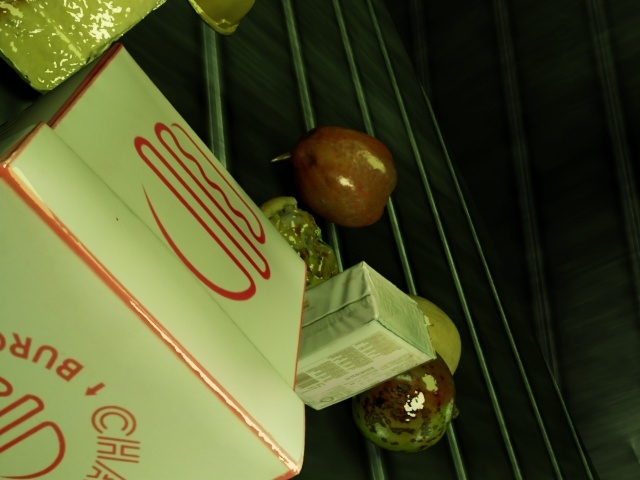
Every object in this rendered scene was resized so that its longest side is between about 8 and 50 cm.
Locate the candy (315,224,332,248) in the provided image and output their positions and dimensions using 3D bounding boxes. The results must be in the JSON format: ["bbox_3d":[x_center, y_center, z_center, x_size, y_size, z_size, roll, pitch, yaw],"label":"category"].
[{"bbox_3d":[0.000,0.000,1.669,0.035,0.035,0.123,58,8,27],"label":"candy"}]

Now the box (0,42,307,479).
[{"bbox_3d":[-0.219,0.064,0.699,0.312,0.314,0.300,51,20,-24],"label":"box"}]

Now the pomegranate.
[{"bbox_3d":[0.125,0.253,1.412,0.246,0.198,0.198,45,18,13],"label":"pomegranate"}]

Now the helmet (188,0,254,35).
[{"bbox_3d":[-0.209,-0.586,1.803,0.205,0.140,0.257,52,25,-20],"label":"helmet"}]

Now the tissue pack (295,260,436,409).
[{"bbox_3d":[0.032,0.155,1.261,0.185,0.225,0.124,35,33,-47],"label":"tissue pack"}]

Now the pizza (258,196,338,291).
[{"bbox_3d":[-0.043,0.034,1.449,0.223,0.089,0.323,51,23,-15],"label":"pizza"}]

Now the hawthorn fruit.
[{"bbox_3d":[0.026,-0.144,1.698,0.262,0.210,0.210,21,37,-22],"label":"hawthorn fruit"}]

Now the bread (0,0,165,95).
[{"bbox_3d":[-0.351,-0.356,1.039,0.263,0.236,0.198,49,23,-26],"label":"bread"}]

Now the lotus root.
[{"bbox_3d":[0.154,0.183,1.559,0.310,0.183,0.182,39,30,-43],"label":"lotus root"}]
